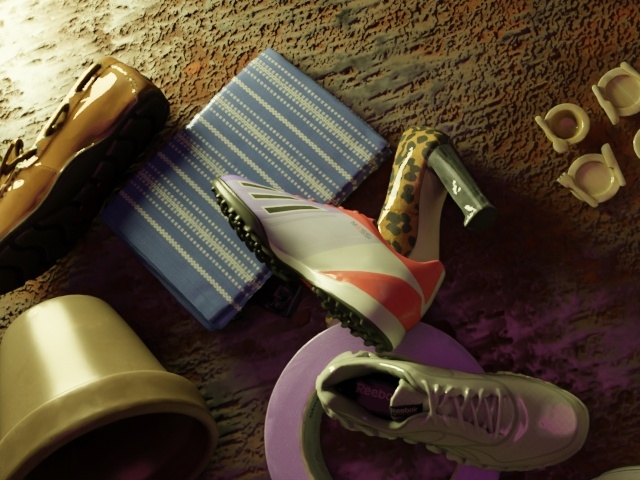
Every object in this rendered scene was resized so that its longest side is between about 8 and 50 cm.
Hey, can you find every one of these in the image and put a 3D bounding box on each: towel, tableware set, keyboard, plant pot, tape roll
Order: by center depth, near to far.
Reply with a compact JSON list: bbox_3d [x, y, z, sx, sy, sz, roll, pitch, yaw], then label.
[{"bbox_3d":[0.077,0.229,1.022,0.275,0.090,0.274,-3,77,13],"label":"tape roll"},{"bbox_3d":[-0.285,0.197,1.054,0.263,0.263,0.229,-37,54,4],"label":"plant pot"},{"bbox_3d":[0.356,-0.131,1.068,0.169,0.020,0.141,-31,73,5],"label":"tableware set"},{"bbox_3d":[-0.111,0.049,1.140,0.180,0.023,0.108,22,78,17],"label":"keyboard"},{"bbox_3d":[-0.101,-0.072,1.146,0.243,0.040,0.336,42,83,19],"label":"towel"}]

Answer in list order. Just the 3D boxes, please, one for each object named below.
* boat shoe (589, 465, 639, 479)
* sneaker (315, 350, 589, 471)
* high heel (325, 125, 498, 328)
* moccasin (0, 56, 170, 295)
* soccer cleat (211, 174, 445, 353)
[{"bbox_3d":[0.277,0.315,0.955,0.268,0.088,0.096,-16,75,10],"label":"boat shoe"},{"bbox_3d":[0.132,0.178,0.913,0.292,0.118,0.110,6,78,13],"label":"sneaker"},{"bbox_3d":[0.083,-0.018,1.096,0.261,0.093,0.186,-41,48,16],"label":"high heel"},{"bbox_3d":[-0.371,-0.087,1.169,0.147,0.139,0.380,34,87,19],"label":"moccasin"},{"bbox_3d":[0.000,0.000,1.015,0.116,0.108,0.318,-45,57,-13],"label":"soccer cleat"}]
